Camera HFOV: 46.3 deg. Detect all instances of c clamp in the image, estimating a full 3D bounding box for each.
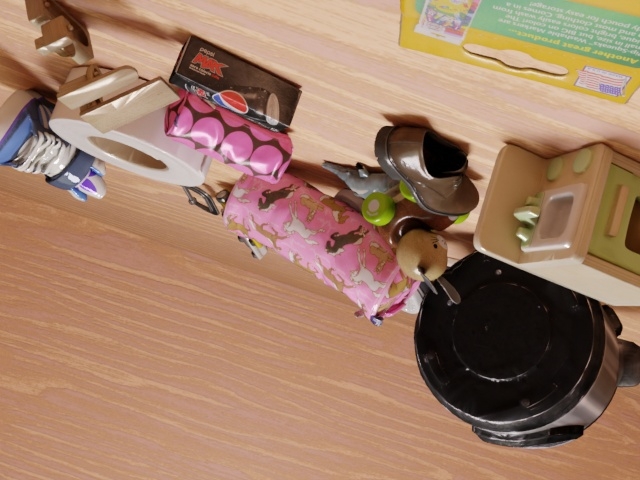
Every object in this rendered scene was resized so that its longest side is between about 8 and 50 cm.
[{"bbox_3d":[-0.314,-0.116,1.854,0.137,0.022,0.161,22,160,21],"label":"c clamp"}]

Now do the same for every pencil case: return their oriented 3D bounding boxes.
[{"bbox_3d":[-0.142,-0.169,1.196,0.209,0.098,0.095,22,-148,-27],"label":"pencil case"},{"bbox_3d":[0.000,0.000,1.389,0.386,0.167,0.160,33,-174,22],"label":"pencil case"}]

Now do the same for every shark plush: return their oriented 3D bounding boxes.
[{"bbox_3d":[0.079,-0.112,1.285,0.161,0.073,0.067,35,160,32],"label":"shark plush"}]

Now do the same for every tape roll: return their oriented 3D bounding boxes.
[{"bbox_3d":[-0.322,-0.194,1.318,0.286,0.100,0.286,17,169,4],"label":"tape roll"}]

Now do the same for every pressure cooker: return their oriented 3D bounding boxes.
[{"bbox_3d":[0.424,0.227,1.534,0.370,0.375,0.420,50,-172,31],"label":"pressure cooker"}]

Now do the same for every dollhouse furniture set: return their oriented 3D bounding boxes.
[{"bbox_3d":[-0.288,-0.257,0.993,0.123,0.151,0.144,-21,159,10],"label":"dollhouse furniture set"}]

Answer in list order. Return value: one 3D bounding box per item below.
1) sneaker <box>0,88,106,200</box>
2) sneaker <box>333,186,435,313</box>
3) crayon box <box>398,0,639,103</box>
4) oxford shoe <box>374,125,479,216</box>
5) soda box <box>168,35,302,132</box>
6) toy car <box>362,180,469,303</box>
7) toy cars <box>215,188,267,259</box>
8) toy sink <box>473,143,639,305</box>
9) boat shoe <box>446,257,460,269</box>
[{"bbox_3d":[-0.494,-0.160,1.395,0.236,0.130,0.323,42,-171,-18],"label":"sneaker"},{"bbox_3d":[0.141,-0.005,1.501,0.126,0.127,0.321,13,144,50],"label":"sneaker"},{"bbox_3d":[0.159,-0.212,0.485,0.203,0.083,0.323,17,169,8],"label":"crayon box"},{"bbox_3d":[0.177,-0.091,1.074,0.096,0.083,0.227,2,163,42],"label":"oxford shoe"},{"bbox_3d":[-0.114,-0.208,1.010,0.168,0.060,0.053,22,170,-19],"label":"soda box"},{"bbox_3d":[0.174,0.006,1.189,0.148,0.189,0.155,-31,148,27],"label":"toy car"},{"bbox_3d":[-0.171,-0.051,1.811,0.176,0.087,0.394,53,172,4],"label":"toy cars"},{"bbox_3d":[0.340,-0.025,0.948,0.234,0.153,0.131,22,169,-15],"label":"toy sink"},{"bbox_3d":[0.230,0.082,1.810,0.324,0.097,0.116,13,168,26],"label":"boat shoe"}]
